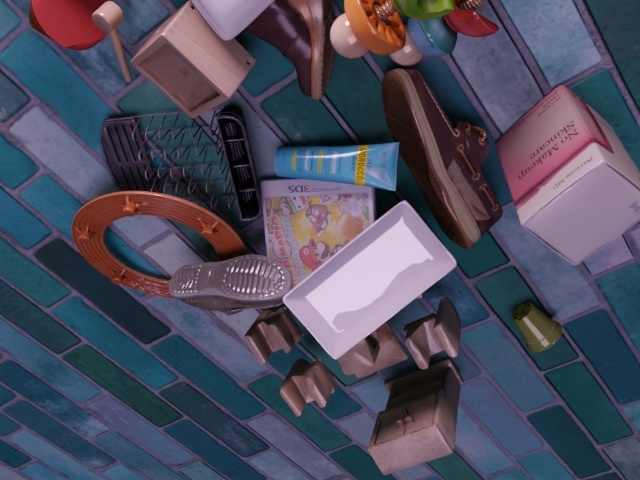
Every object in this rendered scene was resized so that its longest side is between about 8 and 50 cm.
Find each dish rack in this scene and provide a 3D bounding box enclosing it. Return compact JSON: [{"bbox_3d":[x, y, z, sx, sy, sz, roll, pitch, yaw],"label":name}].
[{"bbox_3d":[-0.243,-0.130,1.118,0.272,0.074,0.208,-3,128,7],"label":"dish rack"}]

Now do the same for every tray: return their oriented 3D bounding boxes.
[{"bbox_3d":[0.082,0.067,1.096,0.270,0.030,0.145,-39,94,10],"label":"tray"}]

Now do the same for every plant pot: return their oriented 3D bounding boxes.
[{"bbox_3d":[0.431,0.170,1.312,0.083,0.083,0.079,-37,106,28],"label":"plant pot"}]

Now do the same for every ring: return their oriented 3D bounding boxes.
[{"bbox_3d":[-0.303,0.027,1.224,0.337,0.032,0.336,5,142,4],"label":"ring"}]

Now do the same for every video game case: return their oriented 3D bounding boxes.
[{"bbox_3d":[0.000,0.000,1.144,0.207,0.026,0.226,-1,100,20],"label":"video game case"}]

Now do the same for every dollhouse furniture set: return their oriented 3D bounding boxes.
[{"bbox_3d":[0.122,0.226,1.331,0.362,0.256,0.394,-27,101,22],"label":"dollhouse furniture set"}]

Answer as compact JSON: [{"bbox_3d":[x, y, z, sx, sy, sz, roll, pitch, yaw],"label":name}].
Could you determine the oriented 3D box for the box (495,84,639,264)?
[{"bbox_3d":[0.379,-0.105,0.990,0.127,0.232,0.148,32,123,-21],"label":"box"}]

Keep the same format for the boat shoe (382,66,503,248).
[{"bbox_3d":[0.213,-0.147,1.063,0.123,0.123,0.342,-34,116,-7],"label":"boat shoe"}]

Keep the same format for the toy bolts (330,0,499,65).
[{"bbox_3d":[0.112,-0.337,0.895,0.159,0.218,0.229,-25,156,38],"label":"toy bolts"}]

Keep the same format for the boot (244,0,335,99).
[{"bbox_3d":[-0.088,-0.330,0.959,0.207,0.090,0.248,7,131,14],"label":"boot"}]

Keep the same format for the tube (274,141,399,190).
[{"bbox_3d":[0.027,-0.128,1.085,0.207,0.052,0.080,4,92,16],"label":"tube"}]

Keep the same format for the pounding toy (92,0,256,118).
[{"bbox_3d":[-0.231,-0.292,0.972,0.206,0.094,0.181,42,152,-25],"label":"pounding toy"}]

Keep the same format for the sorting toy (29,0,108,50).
[{"bbox_3d":[-0.449,-0.427,0.899,0.126,0.127,0.365,2,133,42],"label":"sorting toy"}]

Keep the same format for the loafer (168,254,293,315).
[{"bbox_3d":[-0.155,0.085,1.184,0.251,0.094,0.087,0,148,27],"label":"loafer"}]

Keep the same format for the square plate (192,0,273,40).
[{"bbox_3d":[-0.112,-0.484,0.788,0.347,0.049,0.344,-34,106,24],"label":"square plate"}]
